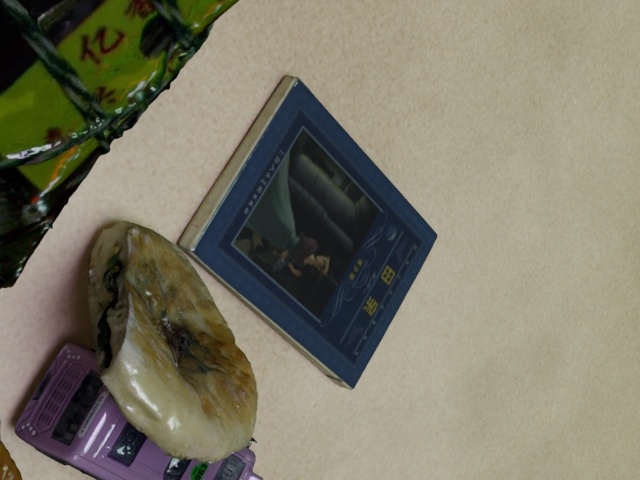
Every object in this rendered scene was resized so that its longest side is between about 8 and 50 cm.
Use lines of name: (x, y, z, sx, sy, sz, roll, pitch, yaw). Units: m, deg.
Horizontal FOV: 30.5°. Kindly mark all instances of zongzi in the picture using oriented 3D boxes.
zongzi: (-0.195, -0.179, 0.662, 0.383, 0.319, 0.362, -63, 161, -5)

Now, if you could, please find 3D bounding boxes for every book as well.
book: (0.000, 0.000, 1.115, 0.269, 0.025, 0.191, 45, 69, -40)

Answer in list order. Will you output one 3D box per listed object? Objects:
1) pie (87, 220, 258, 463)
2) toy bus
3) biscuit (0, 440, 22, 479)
pie: (-0.113, 0.085, 0.928, 0.052, 0.218, 0.185, -33, 128, 12)
toy bus: (-0.141, 0.168, 0.965, 0.199, 0.108, 0.096, 41, 73, -42)
biscuit: (-0.343, 0.247, 0.844, 0.305, 0.038, 0.305, -13, 109, -43)
